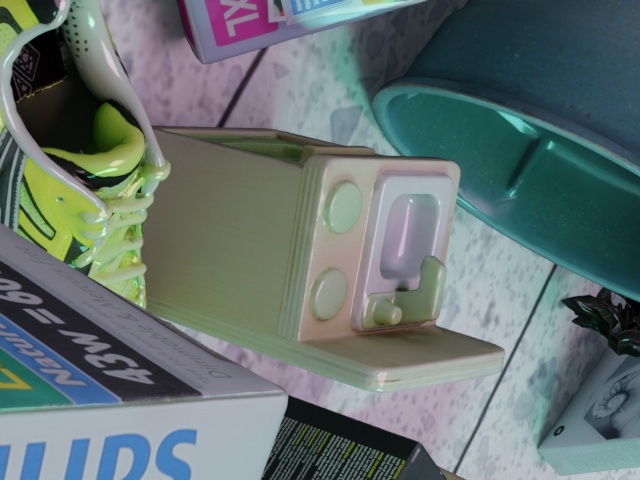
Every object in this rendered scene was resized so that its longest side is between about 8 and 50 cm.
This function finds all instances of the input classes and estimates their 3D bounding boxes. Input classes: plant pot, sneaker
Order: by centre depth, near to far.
[{"bbox_3d":[-0.161,-0.009,0.917,0.145,0.147,0.385,-43,135,-36],"label":"sneaker"},{"bbox_3d":[0.265,-0.162,1.222,0.341,0.341,0.334,41,75,-50],"label":"plant pot"}]

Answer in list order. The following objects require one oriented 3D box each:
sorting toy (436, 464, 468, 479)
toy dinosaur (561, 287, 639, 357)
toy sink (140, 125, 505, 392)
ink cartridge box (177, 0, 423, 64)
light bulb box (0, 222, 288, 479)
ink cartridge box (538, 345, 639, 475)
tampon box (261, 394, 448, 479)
[{"bbox_3d":[0.048,0.333,1.318,0.229,0.041,0.307,27,78,-11],"label":"sorting toy"},{"bbox_3d":[0.348,0.003,1.464,0.218,0.322,0.164,-43,151,-15],"label":"toy dinosaur"},{"bbox_3d":[0.000,0.000,1.053,0.152,0.234,0.131,-3,106,-51],"label":"toy sink"},{"bbox_3d":[0.046,-0.243,1.025,0.311,0.065,0.186,-18,123,-7],"label":"ink cartridge box"},{"bbox_3d":[-0.256,0.148,0.642,0.225,0.358,0.361,3,111,-53],"label":"light bulb box"},{"bbox_3d":[0.343,0.131,1.562,0.045,0.224,0.223,48,60,-14],"label":"ink cartridge box"},{"bbox_3d":[0.009,0.197,1.198,0.101,0.161,0.120,-57,140,-20],"label":"tampon box"}]
